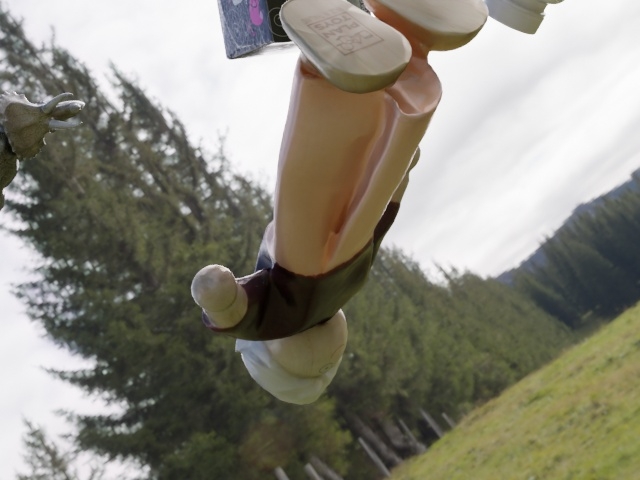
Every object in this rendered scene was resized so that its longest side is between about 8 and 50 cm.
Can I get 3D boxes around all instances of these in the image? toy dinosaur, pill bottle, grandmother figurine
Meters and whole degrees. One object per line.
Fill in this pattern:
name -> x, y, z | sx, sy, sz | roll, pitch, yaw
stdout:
toy dinosaur -> -0.449, -0.089, 1.079 | 0.314, 0.121, 0.160 | -55, 21, 0
pill bottle -> 0.274, -0.352, 0.991 | 0.108, 0.108, 0.180 | -19, -39, -52
grandmother figurine -> 0.000, 0.000, 0.544 | 0.207, 0.104, 0.342 | -24, -33, -29

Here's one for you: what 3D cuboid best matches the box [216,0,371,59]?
box -> -0.049, -0.358, 0.977 | 0.142, 0.248, 0.163 | -14, 10, -24
